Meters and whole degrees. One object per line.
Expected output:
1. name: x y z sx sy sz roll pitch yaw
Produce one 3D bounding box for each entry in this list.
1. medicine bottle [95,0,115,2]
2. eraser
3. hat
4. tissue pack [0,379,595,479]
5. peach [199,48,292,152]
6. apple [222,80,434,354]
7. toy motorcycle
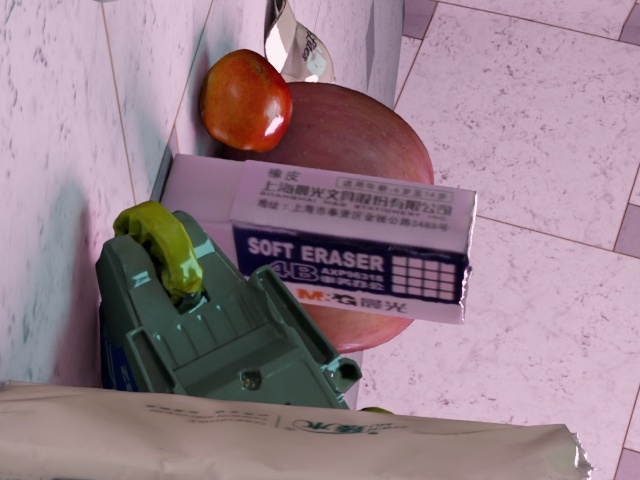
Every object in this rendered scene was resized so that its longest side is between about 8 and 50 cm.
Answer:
1. medicine bottle: -0.153 -0.202 1.032 0.083 0.047 0.047 77 19 -67
2. eraser: 0.000 0.000 1.419 0.130 0.287 0.086 86 14 -54
3. hat: -0.028 -0.250 1.955 0.166 0.081 0.122 72 18 -45
4. tissue pack: -0.032 0.246 0.921 0.207 0.381 0.297 -65 158 -83
5. peach: -0.075 -0.142 1.525 0.101 0.101 0.100 4 90 -83
6. apple: 0.008 -0.027 1.665 0.306 0.235 0.305 4 90 -86
7. toy motorcycle: -0.080 0.136 1.169 0.326 0.191 0.200 58 -33 11
